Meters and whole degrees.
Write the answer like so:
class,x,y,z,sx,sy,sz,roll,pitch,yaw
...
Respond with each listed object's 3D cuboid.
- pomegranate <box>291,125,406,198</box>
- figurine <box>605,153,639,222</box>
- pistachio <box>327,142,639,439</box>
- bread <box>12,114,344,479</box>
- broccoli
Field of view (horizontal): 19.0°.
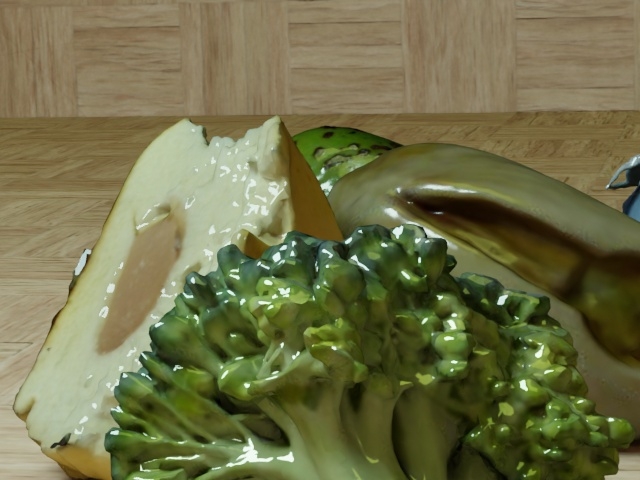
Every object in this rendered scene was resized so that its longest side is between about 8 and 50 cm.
class,x,y,z,sx,sy,sz,roll,pitch,yaw
pomegranate,0.000,0.000,1.454,0.202,0.202,0.248,4,-11,31
figurine,0.393,-0.036,1.556,0.276,0.248,0.388,-18,-4,37
pistachio,0.128,0.040,1.296,0.288,0.166,0.197,29,-16,6
bread,-0.097,0.050,1.218,0.183,0.224,0.211,0,16,45
broccoli,0.030,0.138,0.840,0.247,0.263,0.243,-34,39,1
